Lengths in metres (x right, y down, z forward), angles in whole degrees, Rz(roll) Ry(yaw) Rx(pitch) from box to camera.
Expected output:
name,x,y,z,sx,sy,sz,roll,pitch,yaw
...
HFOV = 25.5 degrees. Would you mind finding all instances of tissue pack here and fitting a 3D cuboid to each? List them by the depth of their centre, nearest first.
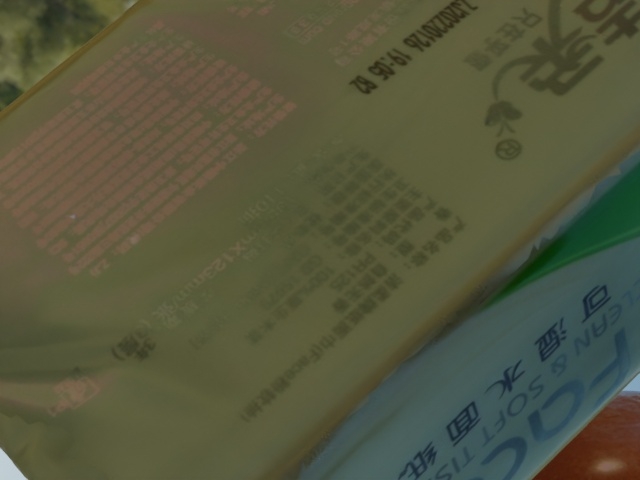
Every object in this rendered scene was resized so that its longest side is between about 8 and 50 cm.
name,x,y,z,sx,sy,sz,roll,pitch,yaw
tissue pack,0.000,0.000,0.760,0.405,0.205,0.332,-40,-129,-15

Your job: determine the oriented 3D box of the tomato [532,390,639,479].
name,x,y,z,sx,sy,sz,roll,pitch,yaw
tomato,0.250,0.295,1.158,0.293,0.290,0.325,-86,173,-68
